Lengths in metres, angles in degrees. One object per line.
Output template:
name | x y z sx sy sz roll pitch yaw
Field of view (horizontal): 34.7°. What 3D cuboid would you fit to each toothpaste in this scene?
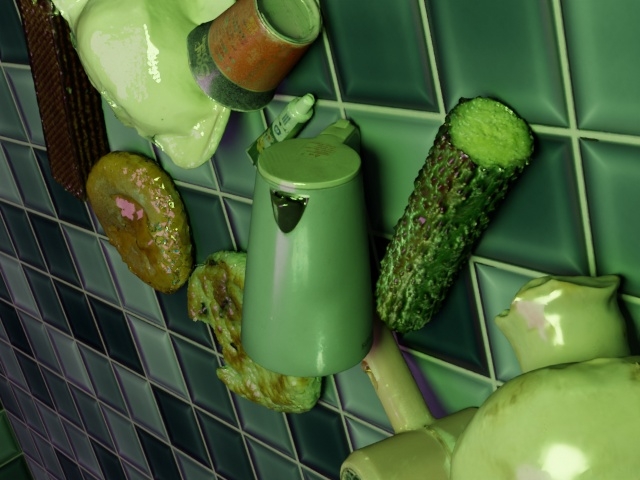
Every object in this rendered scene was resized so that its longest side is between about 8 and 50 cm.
toothpaste | -0.052 -0.135 1.298 0.049 0.031 0.204 59 150 6

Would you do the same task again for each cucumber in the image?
cucumber | 0.124 -0.006 1.105 0.096 0.096 0.359 49 149 18

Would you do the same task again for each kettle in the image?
kettle | 0.000 0.000 1.179 0.159 0.210 0.243 17 123 23

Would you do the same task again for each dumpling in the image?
dumpling | -0.197 -0.262 1.321 0.243 0.187 0.318 -42 87 18

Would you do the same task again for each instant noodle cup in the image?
instant noodle cup | -0.069 -0.231 1.174 0.135 0.127 0.127 -33 87 50

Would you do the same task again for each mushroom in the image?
mushroom | 0.260 0.177 0.943 0.297 0.297 0.290 118 154 -54

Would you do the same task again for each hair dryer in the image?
hair dryer | 0.073 0.175 1.263 0.344 0.189 0.107 64 154 23

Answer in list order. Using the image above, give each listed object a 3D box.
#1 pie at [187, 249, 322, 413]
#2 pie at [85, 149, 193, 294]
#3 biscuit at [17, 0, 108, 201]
pie | -0.100 0.144 1.559 0.302 0.067 0.303 36 140 37
pie | -0.295 -0.028 1.694 0.273 0.069 0.273 33 143 30
biscuit | -0.417 -0.245 1.686 0.107 0.073 0.388 34 140 34
